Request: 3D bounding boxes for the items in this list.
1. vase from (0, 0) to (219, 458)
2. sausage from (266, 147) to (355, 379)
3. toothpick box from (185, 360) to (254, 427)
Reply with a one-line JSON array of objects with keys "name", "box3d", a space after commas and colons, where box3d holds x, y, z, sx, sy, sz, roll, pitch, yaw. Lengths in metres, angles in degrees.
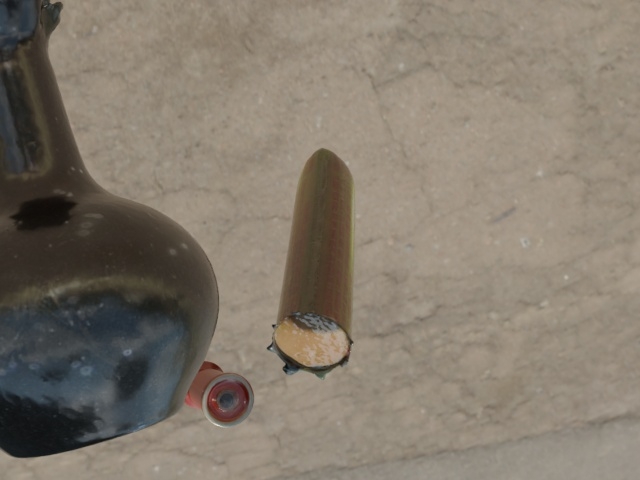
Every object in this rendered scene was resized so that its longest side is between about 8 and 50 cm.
[{"name": "vase", "box3d": [-0.110, -0.011, 0.366, 0.120, 0.182, 0.120, -14, 178, 0]}, {"name": "sausage", "box3d": [0.000, 0.000, 0.972, 0.082, 0.371, 0.082, 2, 122, 3]}, {"name": "toothpick box", "box3d": [-0.093, 0.132, 0.805, 0.047, 0.047, 0.083, 1, -178, -23]}]
